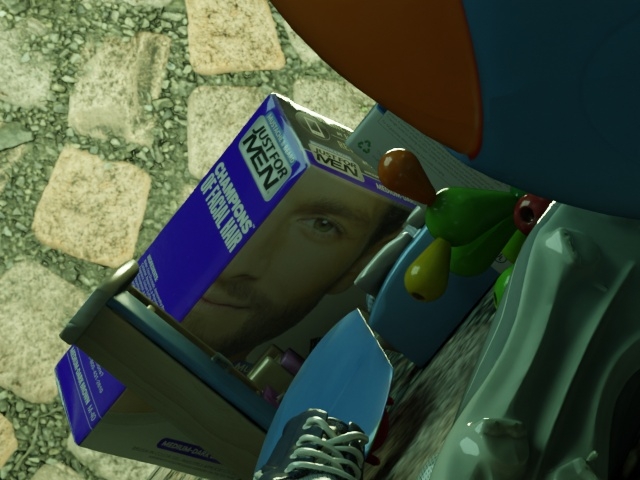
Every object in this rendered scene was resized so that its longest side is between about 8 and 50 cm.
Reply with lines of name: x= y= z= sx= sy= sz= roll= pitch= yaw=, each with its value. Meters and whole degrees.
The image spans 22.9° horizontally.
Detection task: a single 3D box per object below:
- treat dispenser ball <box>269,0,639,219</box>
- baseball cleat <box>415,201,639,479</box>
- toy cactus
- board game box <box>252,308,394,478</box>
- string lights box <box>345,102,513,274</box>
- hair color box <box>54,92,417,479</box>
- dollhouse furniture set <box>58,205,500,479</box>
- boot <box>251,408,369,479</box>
treat dispenser ball: x=0.102 y=-0.148 z=0.399 sx=0.288 sy=0.288 sz=0.288 roll=-51 pitch=2 yaw=3
baseball cleat: x=0.070 y=0.056 z=0.522 sx=0.206 sy=0.072 sz=0.109 roll=-48 pitch=-7 yaw=-45
toy cactus: x=0.125 y=-0.047 z=0.767 sx=0.180 sy=0.112 sz=0.219 roll=-34 pitch=9 yaw=25
board game box: x=0.012 y=0.120 z=0.948 sx=0.133 sy=0.033 sz=0.168 roll=-60 pitch=18 yaw=10
string lights box: x=0.146 y=-0.112 z=0.895 sx=0.259 sy=0.133 sz=0.077 roll=-49 pitch=2 yaw=33
hair color box: x=-0.057 y=0.054 z=1.361 sx=0.339 sy=0.185 sz=0.110 roll=-51 pitch=41 yaw=22
dollhouse furniture set: x=0.000 y=0.000 z=1.152 sx=0.303 sy=0.198 sz=0.286 roll=-50 pitch=3 yaw=5
boot: x=-0.006 y=0.121 z=0.796 sx=0.086 sy=0.069 sz=0.190 roll=-65 pitch=7 yaw=-18
